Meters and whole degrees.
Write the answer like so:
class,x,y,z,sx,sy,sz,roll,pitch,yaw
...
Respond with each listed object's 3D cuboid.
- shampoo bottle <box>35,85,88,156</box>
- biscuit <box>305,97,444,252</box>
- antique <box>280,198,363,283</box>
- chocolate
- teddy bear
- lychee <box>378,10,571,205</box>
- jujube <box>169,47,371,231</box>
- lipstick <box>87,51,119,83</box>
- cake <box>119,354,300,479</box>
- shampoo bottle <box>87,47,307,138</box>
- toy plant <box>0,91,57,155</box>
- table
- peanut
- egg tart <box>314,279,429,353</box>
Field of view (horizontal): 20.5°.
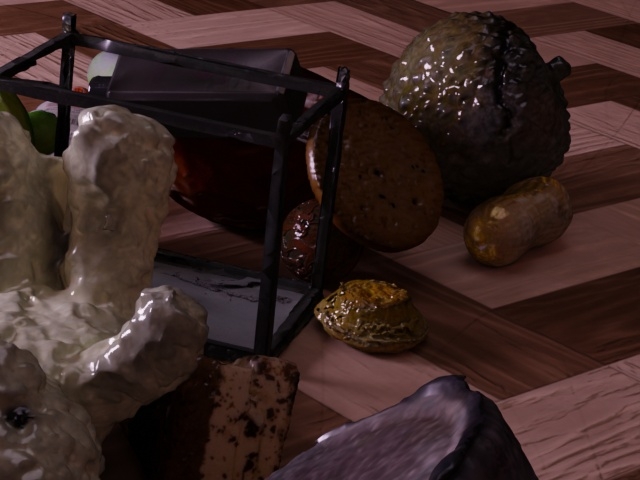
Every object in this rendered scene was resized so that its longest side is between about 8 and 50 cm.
class,x,y,z,sx,sy,sz,roll,pitch,yaw
shampoo bottle,-0.334,-0.158,2.376,0.108,0.051,0.221,4,21,-4
biscuit,0.060,-0.073,2.000,0.188,0.188,0.027,-11,-13,-39
antique,0.000,0.000,2.001,0.104,0.104,0.104,6,21,-2
chocolate,0.042,0.259,1.164,0.303,0.213,0.303,-36,9,6
teddy bear,-0.258,0.083,1.415,0.327,0.375,0.362,1,6,10
lychee,0.198,-0.167,2.285,0.274,0.255,0.255,-21,16,15
jujube,-0.052,-0.113,2.128,0.318,0.223,0.223,15,22,7
lipstick,-0.220,-0.194,2.477,0.076,0.076,0.304,-11,26,-38
cake,-0.122,0.173,1.596,0.112,0.135,0.246,10,-12,-26
shampoo bottle,-0.143,-0.166,1.993,0.246,0.079,0.080,1,53,17
toy plant,-0.420,-0.104,2.065,0.224,0.184,0.316,-16,2,-2
table,-0.166,-0.059,1.860,0.335,0.272,0.222,12,22,13
peanut,0.245,-0.024,2.158,0.087,0.087,0.207,19,25,28
egg tart,0.055,0.077,1.885,0.130,0.052,0.130,8,23,-3
